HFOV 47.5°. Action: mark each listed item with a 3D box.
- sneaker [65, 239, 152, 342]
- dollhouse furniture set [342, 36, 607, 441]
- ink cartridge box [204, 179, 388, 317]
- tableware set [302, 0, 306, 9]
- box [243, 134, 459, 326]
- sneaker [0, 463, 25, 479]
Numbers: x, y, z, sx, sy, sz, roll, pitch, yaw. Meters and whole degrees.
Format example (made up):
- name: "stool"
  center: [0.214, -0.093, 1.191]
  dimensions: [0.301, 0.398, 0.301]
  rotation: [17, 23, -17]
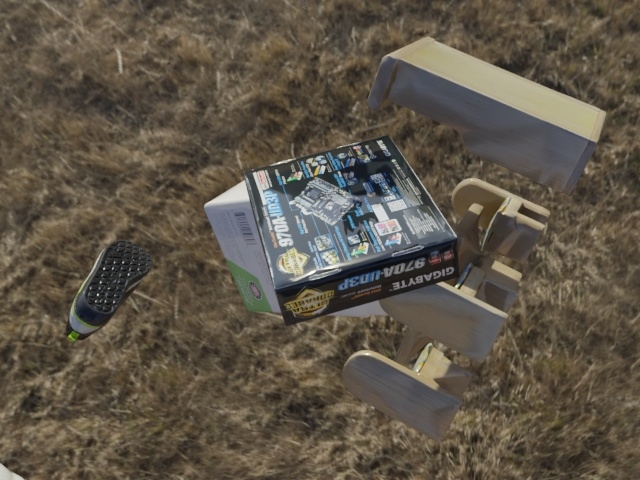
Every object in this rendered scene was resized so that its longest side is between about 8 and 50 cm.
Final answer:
- name: "sneaker"
  center: [-0.366, 0.083, 1.222]
  dimensions: [0.084, 0.234, 0.097]
  rotation: [38, 119, -8]
- name: "dollhouse furniture set"
  center: [0.158, -0.026, 0.961]
  dimensions: [0.257, 0.362, 0.394]
  rotation: [27, 120, 13]
- name: "ink cartridge box"
  center: [0.000, 0.000, 1.114]
  dimensions: [0.354, 0.207, 0.119]
  rotation: [-2, 25, 46]
- name: "tableware set"
  center: [-0.006, -0.336, 0.778]
  dimensions: [0.024, 0.104, 0.154]
  rotation: [3, 67, 5]
- name: "box"
  center: [0.023, -0.022, 0.751]
  dimensions: [0.175, 0.051, 0.220]
  rotation: [-16, 37, -5]
- name: "sneaker"
  center: [-0.260, 0.257, 0.539]
  dimensions: [0.305, 0.152, 0.114]
  rotation: [-31, 34, 40]
